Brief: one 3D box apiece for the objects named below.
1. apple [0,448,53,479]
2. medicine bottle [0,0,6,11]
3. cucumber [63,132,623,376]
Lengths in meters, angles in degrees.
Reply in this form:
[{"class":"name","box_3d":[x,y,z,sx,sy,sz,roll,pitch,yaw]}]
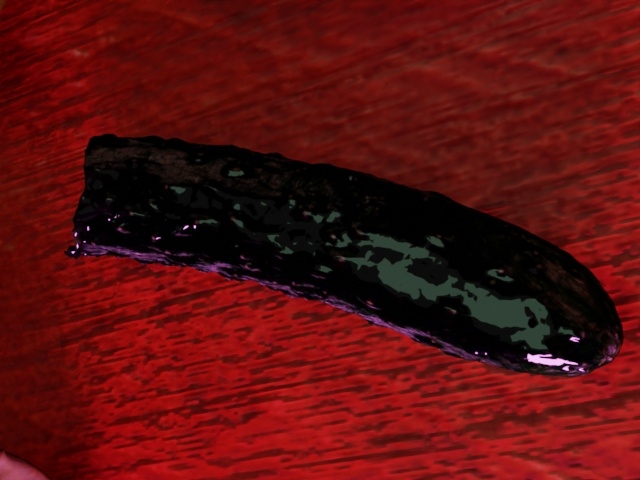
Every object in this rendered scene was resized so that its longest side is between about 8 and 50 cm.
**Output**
[{"class":"apple","box_3d":[-0.250,0.245,0.491,0.163,0.251,0.293,-2,77,31]},{"class":"medicine bottle","box_3d":[-0.407,-0.183,0.617,0.384,0.224,0.224,-9,80,25]},{"class":"cucumber","box_3d":[0.000,0.000,0.480,0.303,0.072,0.081,11,87,26]}]
